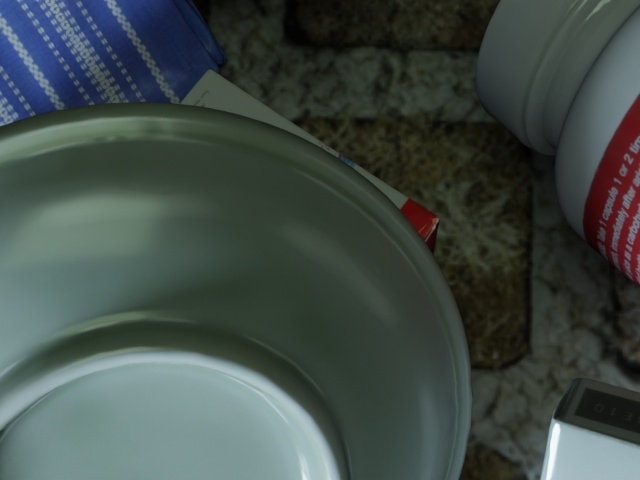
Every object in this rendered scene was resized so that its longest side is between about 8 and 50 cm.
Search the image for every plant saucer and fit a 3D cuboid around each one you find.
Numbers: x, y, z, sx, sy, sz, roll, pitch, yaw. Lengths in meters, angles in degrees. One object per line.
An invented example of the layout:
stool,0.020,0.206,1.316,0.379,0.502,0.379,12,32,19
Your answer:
plant saucer,-0.097,0.127,0.708,0.400,0.100,0.400,-5,113,-11

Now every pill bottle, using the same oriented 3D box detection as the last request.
pill bottle,0.298,-0.036,0.799,0.229,0.229,0.408,-41,61,-12

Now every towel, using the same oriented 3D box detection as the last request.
towel,-0.255,-0.120,0.893,0.336,0.040,0.243,-37,114,-10

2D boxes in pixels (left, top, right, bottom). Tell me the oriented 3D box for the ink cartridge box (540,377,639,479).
ink cartridge box,0.246,0.221,0.708,0.275,0.239,0.060,15,27,19

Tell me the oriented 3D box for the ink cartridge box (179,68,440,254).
ink cartridge box,0.000,0.000,0.864,0.231,0.134,0.078,34,74,12
